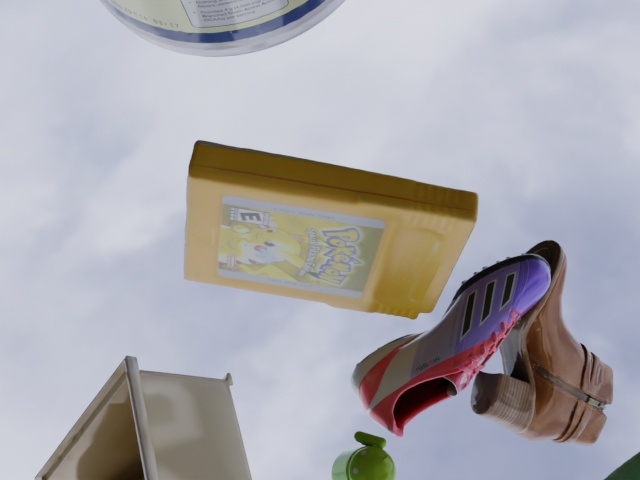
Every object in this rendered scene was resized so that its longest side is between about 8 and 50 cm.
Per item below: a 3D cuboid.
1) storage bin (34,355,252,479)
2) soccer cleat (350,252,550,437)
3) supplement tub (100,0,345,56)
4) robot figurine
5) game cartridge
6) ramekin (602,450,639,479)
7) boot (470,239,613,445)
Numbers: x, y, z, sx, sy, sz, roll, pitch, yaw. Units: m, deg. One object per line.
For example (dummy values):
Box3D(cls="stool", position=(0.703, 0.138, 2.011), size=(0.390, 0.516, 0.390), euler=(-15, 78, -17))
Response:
Box3D(cls="storage bin", position=(-0.169, 0.297, 1.177), size=(0.260, 0.123, 0.262), euler=(-50, -135, 37))
Box3D(cls="soccer cleat", position=(0.193, 0.142, 1.623), size=(0.318, 0.108, 0.116), euler=(-35, -139, 0))
Box3D(cls="supplement tub", position=(-0.092, -0.297, 0.801), size=(0.235, 0.325, 0.235), euler=(-4, -113, 9))
Box3D(cls="robot figurine", position=(0.056, 0.303, 1.575), size=(0.115, 0.067, 0.101), euler=(-31, -146, 64))
Box3D(cls="game cartridge", position=(0.000, 0.000, 1.440), size=(0.324, 0.285, 0.052), euler=(11, -118, -1))
Box3D(cls="ramekin", position=(0.392, 0.322, 1.256), size=(0.303, 0.303, 0.148), euler=(-35, -124, -1))
Box3D(cls="boot", position=(0.357, 0.159, 1.772), size=(0.109, 0.220, 0.283), euler=(3, -105, 62))
